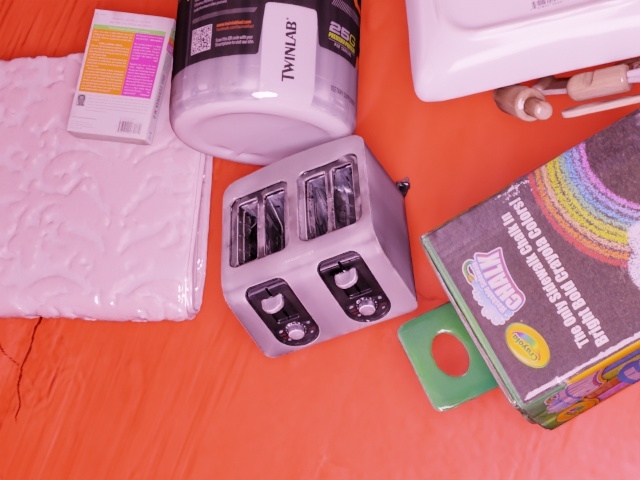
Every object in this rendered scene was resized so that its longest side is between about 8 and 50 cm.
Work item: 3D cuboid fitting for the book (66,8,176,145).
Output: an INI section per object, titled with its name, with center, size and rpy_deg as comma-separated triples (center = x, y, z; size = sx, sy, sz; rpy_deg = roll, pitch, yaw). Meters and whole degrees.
[book]
center = -0.218, -0.181, 1.277
size = 0.096, 0.035, 0.144
rpy_deg = 8, 76, 17

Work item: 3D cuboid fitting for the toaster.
[toaster]
center = 0.000, 0.000, 1.129
size = 0.168, 0.110, 0.186
rpy_deg = -19, 45, 17

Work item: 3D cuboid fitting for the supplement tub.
[supplement tub]
center = -0.052, -0.252, 1.203
size = 0.193, 0.193, 0.316
rpy_deg = -3, 74, 19

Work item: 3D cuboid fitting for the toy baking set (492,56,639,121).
[toy baking set]
center = 0.262, -0.149, 1.050
size = 0.196, 0.256, 0.030
rpy_deg = -17, 103, 3

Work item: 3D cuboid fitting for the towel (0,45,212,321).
[towel]
center = -0.277, -0.064, 1.303
size = 0.331, 0.053, 0.317
rpy_deg = -1, 73, 18

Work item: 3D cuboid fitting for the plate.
[plate]
center = 0.206, -0.284, 1.091
size = 0.277, 0.045, 0.278
rpy_deg = -11, 65, 14

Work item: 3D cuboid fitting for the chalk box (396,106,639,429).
[chalk box]
center = 0.213, 0.049, 1.028
size = 0.289, 0.179, 0.180
rpy_deg = -31, 67, 10
